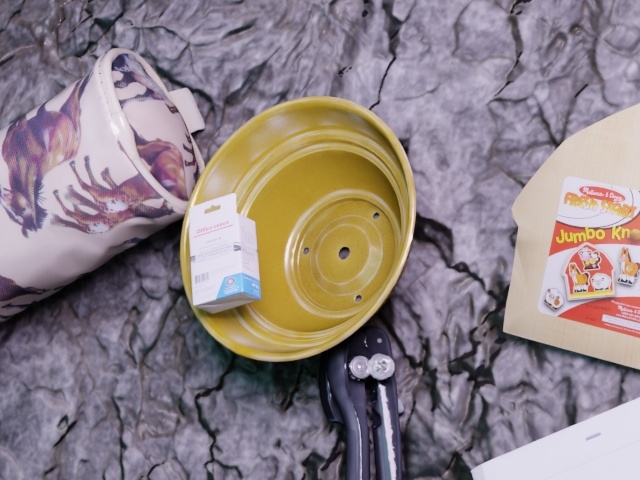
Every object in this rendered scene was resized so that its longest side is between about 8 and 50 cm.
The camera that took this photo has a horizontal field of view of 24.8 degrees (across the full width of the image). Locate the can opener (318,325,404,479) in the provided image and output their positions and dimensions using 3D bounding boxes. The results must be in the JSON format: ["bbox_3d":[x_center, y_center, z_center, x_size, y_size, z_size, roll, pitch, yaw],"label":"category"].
[{"bbox_3d":[0.039,0.156,1.132,0.059,0.073,0.186,-5,71,-13],"label":"can opener"}]

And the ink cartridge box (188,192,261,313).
[{"bbox_3d":[-0.076,0.010,1.145,0.048,0.028,0.083,-16,66,27],"label":"ink cartridge box"}]

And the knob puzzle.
[{"bbox_3d":[0.233,-0.007,1.068,0.213,0.030,0.213,0,90,30],"label":"knob puzzle"}]

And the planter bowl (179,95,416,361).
[{"bbox_3d":[0.000,0.000,1.174,0.217,0.090,0.217,-10,69,29],"label":"planter bowl"}]

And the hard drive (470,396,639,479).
[{"bbox_3d":[0.236,0.264,0.980,0.203,0.040,0.307,-28,62,24],"label":"hard drive"}]

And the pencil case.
[{"bbox_3d":[-0.286,-0.005,1.294,0.410,0.183,0.160,-31,79,19],"label":"pencil case"}]
